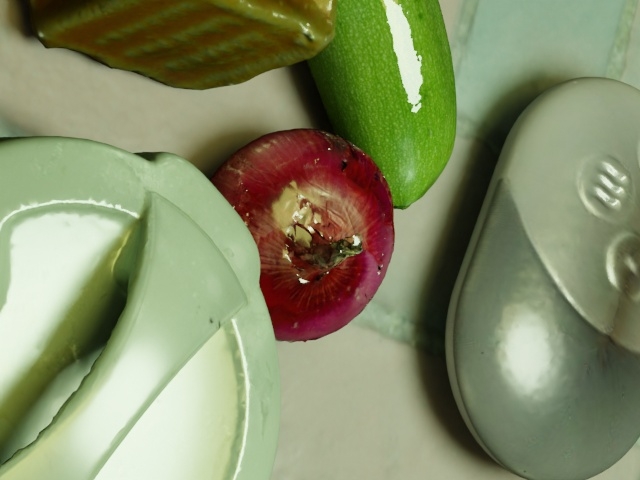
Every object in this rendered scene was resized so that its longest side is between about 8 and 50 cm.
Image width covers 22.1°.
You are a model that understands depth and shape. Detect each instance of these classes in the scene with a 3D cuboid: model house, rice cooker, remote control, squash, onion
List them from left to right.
[{"bbox_3d":[-0.181,0.082,0.870,0.288,0.277,0.288,3,85,-40],"label":"rice cooker"},{"bbox_3d":[-0.070,-0.207,1.016,0.239,0.268,0.173,60,36,-21],"label":"model house"},{"bbox_3d":[0.000,0.000,1.102,0.150,0.140,0.150,-5,99,-33],"label":"onion"},{"bbox_3d":[0.011,-0.208,1.145,0.107,0.107,0.395,-32,106,-35],"label":"squash"},{"bbox_3d":[0.204,0.029,1.285,0.221,0.103,0.332,32,71,-30],"label":"remote control"}]
